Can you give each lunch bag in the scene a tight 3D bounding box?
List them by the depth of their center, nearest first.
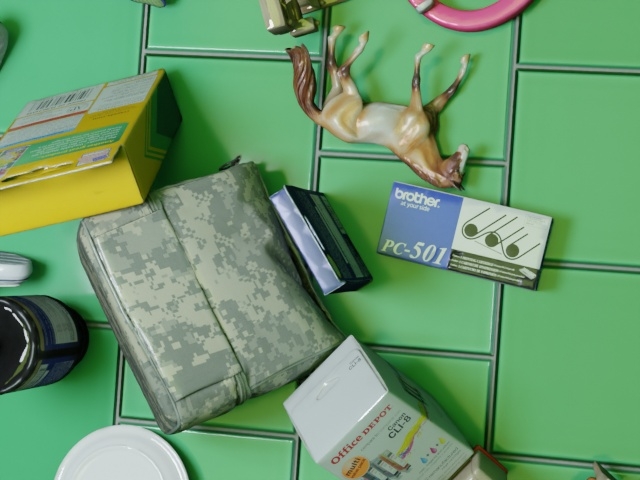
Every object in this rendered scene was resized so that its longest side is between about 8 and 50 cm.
[{"bbox_3d":[-0.134,0.070,1.663,0.256,0.212,0.305,-25,83,-14],"label":"lunch bag"}]

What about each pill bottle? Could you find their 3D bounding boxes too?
[{"bbox_3d":[-0.380,0.131,1.702,0.123,0.219,0.122,0,88,11],"label":"pill bottle"}]

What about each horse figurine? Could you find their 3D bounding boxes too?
[{"bbox_3d":[0.076,-0.176,1.696,0.263,0.066,0.174,13,98,3],"label":"horse figurine"}]

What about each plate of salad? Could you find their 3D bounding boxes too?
[{"bbox_3d":[-0.263,0.346,1.763,0.200,0.048,0.199,-3,78,14],"label":"plate of salad"}]

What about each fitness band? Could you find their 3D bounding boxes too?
[{"bbox_3d":[0.170,-0.408,1.695,0.209,0.054,0.290,-33,84,8],"label":"fitness band"}]

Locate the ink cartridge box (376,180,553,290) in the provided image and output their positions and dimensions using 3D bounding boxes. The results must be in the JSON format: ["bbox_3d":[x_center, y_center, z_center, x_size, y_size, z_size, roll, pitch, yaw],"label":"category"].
[{"bbox_3d":[0.184,-0.005,1.685,0.207,0.046,0.097,14,90,11],"label":"ink cartridge box"}]

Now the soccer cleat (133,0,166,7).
[{"bbox_3d":[-0.186,-0.446,1.762,0.121,0.093,0.289,29,90,-20],"label":"soccer cleat"}]

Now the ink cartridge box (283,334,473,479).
[{"bbox_3d":[0.069,0.229,1.618,0.128,0.127,0.176,-47,124,8],"label":"ink cartridge box"}]

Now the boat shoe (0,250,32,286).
[{"bbox_3d":[-0.492,0.055,1.807,0.226,0.083,0.075,4,101,22],"label":"boat shoe"}]

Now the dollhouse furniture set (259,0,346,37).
[{"bbox_3d":[-0.012,-0.340,1.679,0.123,0.151,0.144,-15,88,10],"label":"dollhouse furniture set"}]

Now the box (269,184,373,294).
[{"bbox_3d":[0.000,0.000,1.629,0.036,0.225,0.136,-31,83,9],"label":"box"}]

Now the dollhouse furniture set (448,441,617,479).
[{"bbox_3d":[0.259,0.372,1.639,0.259,0.135,0.262,42,97,-2],"label":"dollhouse furniture set"}]

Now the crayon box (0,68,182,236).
[{"bbox_3d":[-0.304,-0.103,1.645,0.203,0.323,0.083,-12,114,11],"label":"crayon box"}]

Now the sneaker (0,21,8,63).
[{"bbox_3d":[-0.582,-0.222,1.800,0.321,0.124,0.180,-44,82,7],"label":"sneaker"}]
